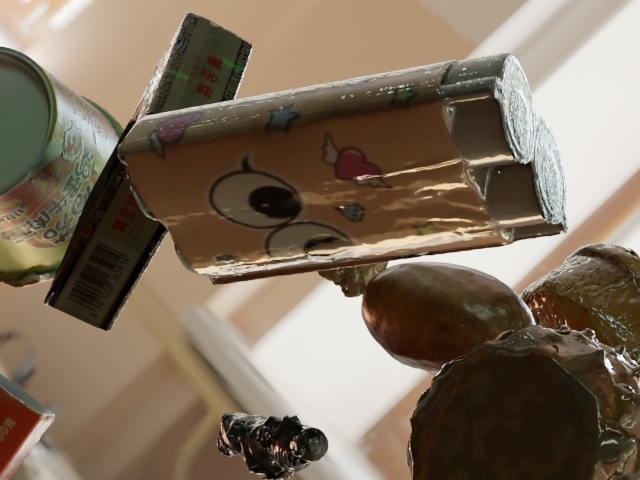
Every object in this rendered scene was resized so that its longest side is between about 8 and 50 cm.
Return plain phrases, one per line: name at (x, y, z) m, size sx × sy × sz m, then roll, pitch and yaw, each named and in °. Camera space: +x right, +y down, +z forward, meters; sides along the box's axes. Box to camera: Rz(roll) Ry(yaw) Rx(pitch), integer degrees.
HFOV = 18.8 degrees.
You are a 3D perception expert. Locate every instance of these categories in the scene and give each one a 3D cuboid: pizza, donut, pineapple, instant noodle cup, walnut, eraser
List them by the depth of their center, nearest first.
pineapple at (0.199, 0.150, 1.248) m, size 0.340 × 0.169 × 0.169 m, roll 19°, pitch 23°, yaw -53°
eraser at (0.018, -0.052, 1.406) m, size 0.171 × 0.291 × 0.087 m, roll 55°, pitch 34°, yaw -47°
walnut at (0.113, 0.073, 1.796) m, size 0.207 × 0.115 × 0.116 m, roll 12°, pitch -26°, yaw 43°
pizza at (0.000, 0.000, 2.001) m, size 0.182 × 0.161 × 0.062 m, roll -103°, pitch -161°, yaw -54°
instant noodle cup at (-0.373, -0.102, 2.311) m, size 0.264 × 0.264 × 0.200 m, roll 47°, pitch -4°, yaw 27°
donut at (0.369, 0.167, 2.361) m, size 0.317 × 0.150 × 0.299 m, roll 43°, pitch -33°, yaw 36°

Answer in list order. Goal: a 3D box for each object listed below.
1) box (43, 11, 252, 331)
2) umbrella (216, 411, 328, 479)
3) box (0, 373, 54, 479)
box at (-0.187, -0.069, 2.087) m, size 0.084 × 0.310 × 0.198 m, roll 26°, pitch 40°, yaw -9°
umbrella at (-0.045, 0.227, 2.110) m, size 0.080 × 0.071 × 0.224 m, roll 14°, pitch -10°, yaw -20°
box at (-0.392, 0.167, 1.514) m, size 0.265 × 0.273 × 0.048 m, roll 35°, pitch 1°, yaw 9°
